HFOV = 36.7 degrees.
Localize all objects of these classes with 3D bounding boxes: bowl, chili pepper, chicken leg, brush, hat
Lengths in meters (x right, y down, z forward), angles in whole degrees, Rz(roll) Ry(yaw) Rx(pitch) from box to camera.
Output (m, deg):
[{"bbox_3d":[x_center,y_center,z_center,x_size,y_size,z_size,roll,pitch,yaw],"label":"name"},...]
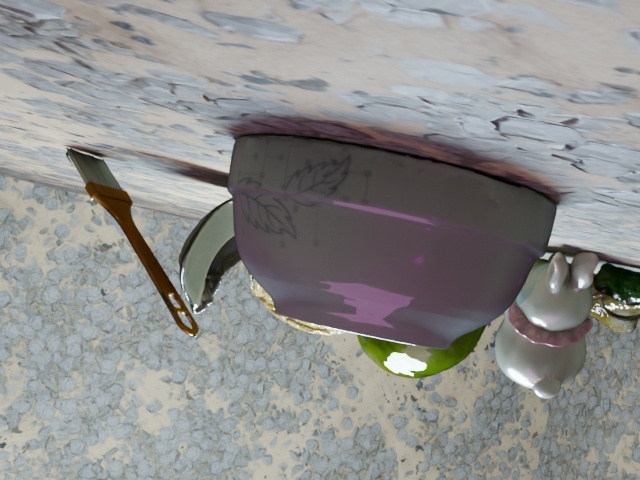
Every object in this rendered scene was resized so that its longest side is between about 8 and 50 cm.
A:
[{"bbox_3d":[0.051,0.010,0.849,0.287,0.143,0.287,11,177,1],"label":"bowl"},{"bbox_3d":[0.435,0.063,1.240,0.073,0.050,0.182,21,171,-29],"label":"chili pepper"},{"bbox_3d":[0.500,0.103,1.581,0.196,0.080,0.125,9,164,38],"label":"chicken leg"},{"bbox_3d":[-0.244,0.001,1.290,0.314,0.017,0.090,56,-163,19],"label":"brush"},{"bbox_3d":[-0.128,-0.023,1.335,0.149,0.214,0.244,49,166,31],"label":"hat"}]

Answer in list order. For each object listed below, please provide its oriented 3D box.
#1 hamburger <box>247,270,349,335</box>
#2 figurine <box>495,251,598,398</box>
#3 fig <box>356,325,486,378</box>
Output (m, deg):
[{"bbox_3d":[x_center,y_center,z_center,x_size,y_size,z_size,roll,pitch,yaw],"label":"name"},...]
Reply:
[{"bbox_3d":[-0.003,0.057,1.712,0.286,0.146,0.243,-17,133,44],"label":"hamburger"},{"bbox_3d":[0.309,0.078,1.296,0.127,0.235,0.155,9,-143,6],"label":"figurine"},{"bbox_3d":[0.184,0.110,1.508,0.233,0.233,0.314,10,171,44],"label":"fig"}]
